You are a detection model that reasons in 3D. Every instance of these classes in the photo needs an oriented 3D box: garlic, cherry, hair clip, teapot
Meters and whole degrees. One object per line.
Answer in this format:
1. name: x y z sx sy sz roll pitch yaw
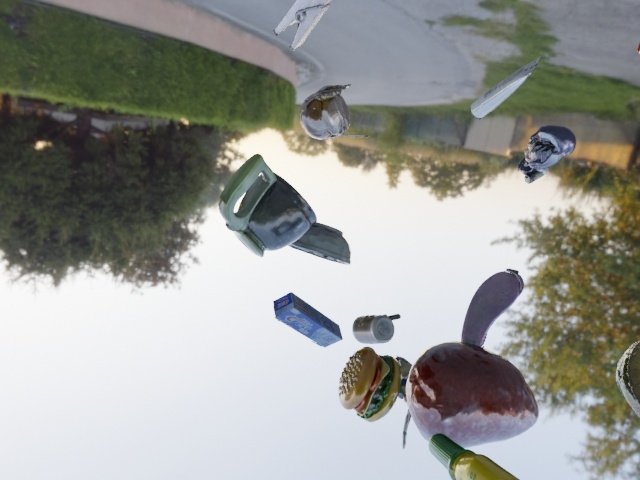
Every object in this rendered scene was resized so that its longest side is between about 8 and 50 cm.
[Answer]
1. garlic: 0.064 -0.433 1.562 0.256 0.207 0.207 17 -166 -3
2. cherry: 0.395 0.427 1.294 0.334 0.292 0.326 0 163 -5
3. hair clip: -0.036 -0.790 1.583 0.085 0.101 0.330 -44 -172 -37
4. hair clip: 0.567 0.252 1.596 0.095 0.359 0.110 19 -170 -19
5. teapot: -0.164 -0.079 1.453 0.239 0.239 0.322 40 167 9

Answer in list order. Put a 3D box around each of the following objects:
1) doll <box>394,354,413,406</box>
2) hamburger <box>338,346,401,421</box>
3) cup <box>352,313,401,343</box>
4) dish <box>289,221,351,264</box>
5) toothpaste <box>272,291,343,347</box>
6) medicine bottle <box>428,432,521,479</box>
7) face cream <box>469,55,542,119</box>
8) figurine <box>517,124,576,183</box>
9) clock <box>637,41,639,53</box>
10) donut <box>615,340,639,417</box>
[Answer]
1. doll: 0.278 0.452 1.524 0.088 0.102 0.179 -25 -137 9
2. hamburger: 0.109 0.321 1.048 0.115 0.162 0.162 27 -169 -12
3. cup: 0.149 0.228 1.197 0.102 0.074 0.099 2 170 -26
4. dish: 0.000 0.000 1.827 0.302 0.120 0.303 19 175 2
5. toothpaste: -0.030 0.220 1.255 0.066 0.053 0.272 -26 142 17
6. medicine bottle: 0.312 0.477 0.952 0.076 0.111 0.309 -4 -179 -16
7. face cream: 0.552 -0.454 1.402 0.058 0.092 0.243 41 151 -7
8. figurine: 0.770 -0.299 1.592 0.145 0.146 0.222 9 151 6
9. clock: 1.036 -0.605 1.362 0.154 0.113 0.061 -13 -122 4
10. donut: 0.892 0.369 1.193 0.271 0.272 0.107 9 165 4
